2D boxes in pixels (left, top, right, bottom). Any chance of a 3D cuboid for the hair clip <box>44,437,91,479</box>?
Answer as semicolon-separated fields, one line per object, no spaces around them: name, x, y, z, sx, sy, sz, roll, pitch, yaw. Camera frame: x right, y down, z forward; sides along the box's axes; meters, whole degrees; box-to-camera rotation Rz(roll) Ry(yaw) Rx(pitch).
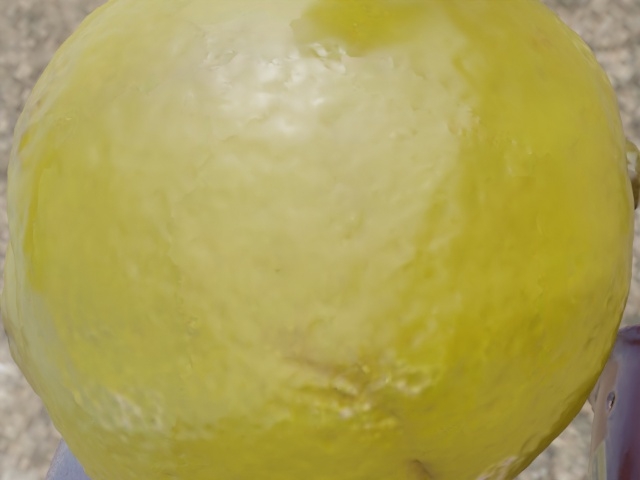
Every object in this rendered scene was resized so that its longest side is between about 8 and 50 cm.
hair clip;-0.192;0.194;1.506;0.110;0.095;0.358;-55;-7;-44

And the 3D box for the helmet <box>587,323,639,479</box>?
helmet;0.336;0.233;1.289;0.337;0.385;0.230;13;65;9

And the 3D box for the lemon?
lemon;0.000;0.000;0.914;0.348;0.348;0.348;-29;46;35
